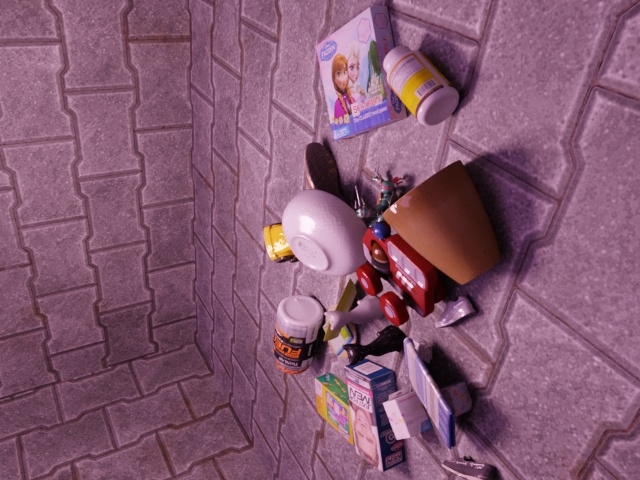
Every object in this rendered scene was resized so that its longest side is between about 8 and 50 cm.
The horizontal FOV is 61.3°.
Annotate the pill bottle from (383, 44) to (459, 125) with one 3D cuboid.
[{"bbox_3d":[0.249,-0.401,1.381,0.214,0.117,0.117,60,147,29],"label":"pill bottle"}]

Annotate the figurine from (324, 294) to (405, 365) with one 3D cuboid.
[{"bbox_3d":[0.137,0.295,1.778,0.214,0.210,0.092,59,146,30],"label":"figurine"}]

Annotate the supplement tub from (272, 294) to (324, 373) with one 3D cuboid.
[{"bbox_3d":[-0.098,0.398,2.259,0.193,0.194,0.315,48,141,42],"label":"supplement tub"}]

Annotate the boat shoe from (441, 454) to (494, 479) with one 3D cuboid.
[{"bbox_3d":[0.435,0.667,1.583,0.064,0.075,0.206,-64,16,-18],"label":"boat shoe"}]

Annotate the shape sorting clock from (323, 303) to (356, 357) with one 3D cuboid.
[{"bbox_3d":[0.078,0.347,2.080,0.206,0.040,0.206,17,111,53],"label":"shape sorting clock"}]

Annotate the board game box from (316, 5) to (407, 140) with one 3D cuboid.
[{"bbox_3d":[0.115,-0.488,1.637,0.319,0.066,0.317,-5,97,61],"label":"board game box"}]

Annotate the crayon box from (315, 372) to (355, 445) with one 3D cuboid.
[{"bbox_3d":[0.084,0.669,2.164,0.278,0.081,0.165,24,122,56],"label":"crayon box"}]

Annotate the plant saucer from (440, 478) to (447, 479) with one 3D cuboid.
[{"bbox_3d":[0.404,0.804,1.721,0.083,0.013,0.083,31,127,52],"label":"plant saucer"}]

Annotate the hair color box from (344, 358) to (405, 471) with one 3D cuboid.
[{"bbox_3d":[0.191,0.617,1.928,0.174,0.105,0.346,7,109,60],"label":"hair color box"}]

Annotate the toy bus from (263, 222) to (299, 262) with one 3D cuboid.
[{"bbox_3d":[-0.078,-0.011,2.099,0.212,0.220,0.149,-22,76,28],"label":"toy bus"}]

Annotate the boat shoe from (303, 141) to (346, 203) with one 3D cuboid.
[{"bbox_3d":[-0.001,-0.186,1.921,0.116,0.123,0.324,-25,78,63],"label":"boat shoe"}]

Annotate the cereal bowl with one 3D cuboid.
[{"bbox_3d":[0.000,0.000,1.823,0.339,0.141,0.338,29,148,20],"label":"cereal bowl"}]

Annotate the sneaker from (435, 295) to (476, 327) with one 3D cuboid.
[{"bbox_3d":[0.369,0.201,1.498,0.152,0.054,0.061,-47,52,50],"label":"sneaker"}]

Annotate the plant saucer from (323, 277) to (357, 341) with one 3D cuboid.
[{"bbox_3d":[0.077,0.256,1.930,0.045,0.188,0.188,23,146,7],"label":"plant saucer"}]

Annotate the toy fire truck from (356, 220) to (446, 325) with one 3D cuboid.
[{"bbox_3d":[0.218,0.070,1.509,0.302,0.170,0.253,50,161,38],"label":"toy fire truck"}]

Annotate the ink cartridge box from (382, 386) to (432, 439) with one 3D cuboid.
[{"bbox_3d":[0.278,0.560,1.762,0.090,0.092,0.143,-48,58,57],"label":"ink cartridge box"}]

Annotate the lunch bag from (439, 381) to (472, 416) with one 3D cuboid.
[{"bbox_3d":[0.387,0.454,1.542,0.053,0.071,0.083,-38,69,61],"label":"lunch bag"}]

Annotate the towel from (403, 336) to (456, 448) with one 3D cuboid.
[{"bbox_3d":[0.320,0.442,1.586,0.285,0.034,0.209,-118,11,-48],"label":"towel"}]

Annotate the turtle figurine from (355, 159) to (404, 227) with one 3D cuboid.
[{"bbox_3d":[0.176,-0.109,1.614,0.118,0.175,0.234,19,135,22],"label":"turtle figurine"}]

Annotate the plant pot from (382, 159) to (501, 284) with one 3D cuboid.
[{"bbox_3d":[0.319,-0.025,1.335,0.254,0.237,0.237,56,148,7],"label":"plant pot"}]

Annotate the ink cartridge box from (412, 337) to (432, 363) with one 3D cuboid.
[{"bbox_3d":[0.318,0.338,1.662,0.083,0.028,0.048,25,124,56],"label":"ink cartridge box"}]
